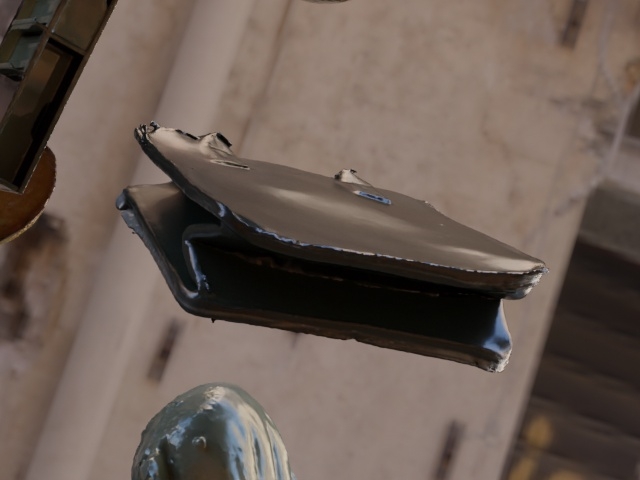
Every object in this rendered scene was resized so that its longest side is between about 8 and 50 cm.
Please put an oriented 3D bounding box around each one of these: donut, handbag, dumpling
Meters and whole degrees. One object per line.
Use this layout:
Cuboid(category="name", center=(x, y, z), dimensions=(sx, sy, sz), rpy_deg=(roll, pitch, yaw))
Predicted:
Cuboid(category="donut", center=(-0.386, -0.064, 2.059), dimensions=(0.162, 0.178, 0.065), rpy_deg=(60, -7, 14))
Cuboid(category="handbag", center=(0.001, -0.002, 1.274), dimensions=(0.247, 0.079, 0.260), rpy_deg=(11, 15, -21))
Cuboid(category="dumpling", center=(-0.083, 0.186, 1.374), dimensions=(0.108, 0.153, 0.219), rpy_deg=(-13, 8, 24))

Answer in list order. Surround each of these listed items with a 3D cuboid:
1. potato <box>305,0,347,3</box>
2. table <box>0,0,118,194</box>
Cuboid(category="potato", center=(0.045, -0.364, 1.335), dimensions=(0.296, 0.397, 0.290), rpy_deg=(51, 12, -24))
Cuboid(category="table", center=(-0.247, -0.169, 1.436), dimensions=(0.111, 0.240, 0.121), rpy_deg=(29, -10, -25))
